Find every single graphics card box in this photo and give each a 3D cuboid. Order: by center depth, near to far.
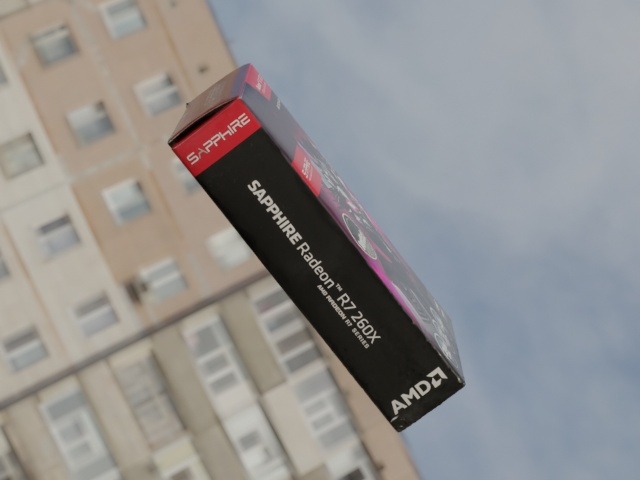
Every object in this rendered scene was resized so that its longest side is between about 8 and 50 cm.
[{"bbox_3d":[0.000,0.000,1.813,0.371,0.094,0.233,53,8,-10],"label":"graphics card box"}]
